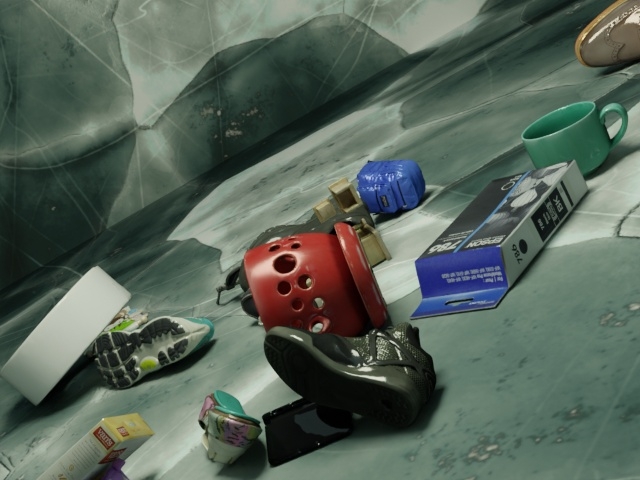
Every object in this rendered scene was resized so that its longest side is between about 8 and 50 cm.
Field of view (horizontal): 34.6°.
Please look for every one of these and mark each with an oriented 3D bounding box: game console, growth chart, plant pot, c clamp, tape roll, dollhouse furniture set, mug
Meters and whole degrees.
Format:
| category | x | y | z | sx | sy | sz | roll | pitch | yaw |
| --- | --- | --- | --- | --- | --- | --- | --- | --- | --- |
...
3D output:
| category | x | y | z | sx | sy | sz | roll | pitch | yaw |
| --- | --- | --- | --- | --- | --- | --- | --- | --- | --- |
| game console | -0.008 | 0.238 | 1.343 | 0.122 | 0.071 | 0.107 | -25 | -14 | 14 |
| growth chart | -0.476 | 0.198 | 2.281 | 0.172 | 0.021 | 0.237 | -36 | 19 | -20 |
| plant pot | -0.003 | 0.075 | 1.530 | 0.174 | 0.191 | 0.191 | -22 | 16 | 2 |
| c clamp | -0.135 | 0.061 | 2.022 | 0.160 | 0.022 | 0.137 | -25 | -20 | -17 |
| tape roll | -0.505 | 0.188 | 2.042 | 0.286 | 0.100 | 0.286 | -48 | 5 | 6 |
| dollhouse furniture set | 0.000 | 0.000 | 1.798 | 0.181 | 0.161 | 0.101 | -30 | 15 | -6 |
| mug | 0.416 | -0.155 | 1.672 | 0.129 | 0.097 | 0.157 | -37 | 18 | -27 |

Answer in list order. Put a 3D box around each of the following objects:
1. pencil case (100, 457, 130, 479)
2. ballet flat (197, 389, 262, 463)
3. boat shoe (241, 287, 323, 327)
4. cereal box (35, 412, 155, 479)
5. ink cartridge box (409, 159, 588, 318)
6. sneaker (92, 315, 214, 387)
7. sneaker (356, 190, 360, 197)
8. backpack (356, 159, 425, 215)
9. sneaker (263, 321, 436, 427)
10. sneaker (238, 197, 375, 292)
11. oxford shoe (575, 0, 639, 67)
| category | x | y | z | sx | sy | sz | roll | pitch | yaw |
| --- | --- | --- | --- | --- | --- | --- | --- | --- | --- |
| pencil case | -0.318 | 0.377 | 1.312 | 0.206 | 0.088 | 0.086 | -37 | 20 | -30 |
| ballet flat | -0.129 | 0.258 | 1.395 | 0.079 | 0.076 | 0.221 | -67 | 12 | -5 |
| boat shoe | -0.082 | 0.115 | 1.747 | 0.065 | 0.075 | 0.206 | -36 | 21 | -34 |
| cereal box | -0.343 | 0.330 | 1.385 | 0.240 | 0.047 | 0.173 | -42 | -9 | 0 |
| ink cartridge box | 0.261 | -0.006 | 1.544 | 0.165 | 0.065 | 0.332 | -13 | 23 | 44 |
| sneaker | -0.310 | 0.201 | 1.887 | 0.275 | 0.107 | 0.110 | -17 | -3 | 34 |
| sneaker | 0.100 | -0.085 | 2.137 | 0.109 | 0.040 | 0.044 | -21 | 33 | 38 |
| backpack | 0.139 | -0.098 | 1.993 | 0.120 | 0.098 | 0.101 | -5 | 35 | 29 |
| sneaker | 0.045 | 0.150 | 1.295 | 0.227 | 0.087 | 0.130 | 14 | 30 | 28 |
| sneaker | -0.026 | 0.016 | 1.918 | 0.286 | 0.109 | 0.130 | -33 | 25 | 0 |
| oxford shoe | 0.680 | -0.431 | 2.030 | 0.363 | 0.130 | 0.133 | -23 | 23 | 23 |
